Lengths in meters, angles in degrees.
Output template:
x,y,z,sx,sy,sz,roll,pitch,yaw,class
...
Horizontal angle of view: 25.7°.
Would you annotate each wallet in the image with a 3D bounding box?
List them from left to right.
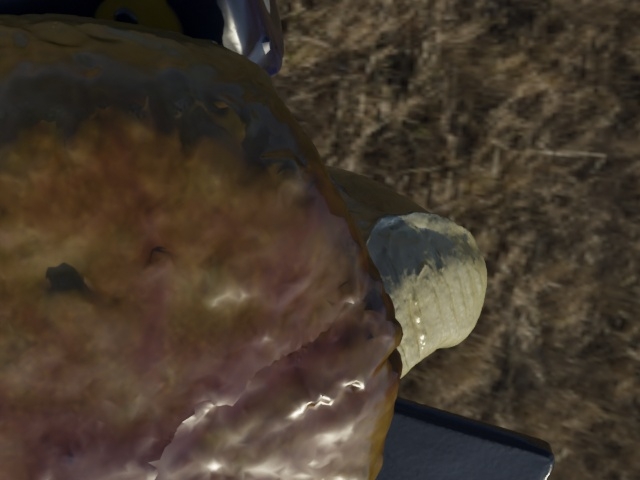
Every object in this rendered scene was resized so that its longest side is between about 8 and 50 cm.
x,y,z,sx,sy,sz,roll,pitch,yaw,class
0.083,0.205,1.242,0.250,0.044,0.149,16,118,-6,wallet

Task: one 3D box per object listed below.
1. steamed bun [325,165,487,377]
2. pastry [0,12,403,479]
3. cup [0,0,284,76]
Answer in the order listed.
x,y,z,sx,sy,sz,roll,pitch,yaw,class
0.028,0.008,1.030,0.212,0.231,0.110,1,133,-34,steamed bun
-0.116,0.062,0.597,0.329,0.136,0.330,-7,110,-21,pastry
-0.165,-0.138,0.669,0.256,0.255,0.178,-15,73,5,cup
